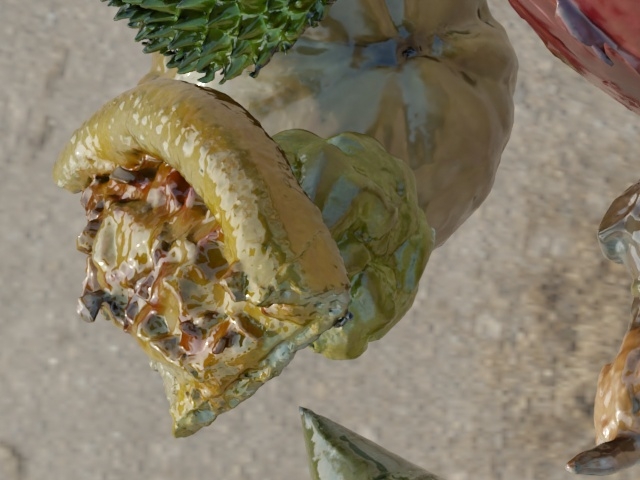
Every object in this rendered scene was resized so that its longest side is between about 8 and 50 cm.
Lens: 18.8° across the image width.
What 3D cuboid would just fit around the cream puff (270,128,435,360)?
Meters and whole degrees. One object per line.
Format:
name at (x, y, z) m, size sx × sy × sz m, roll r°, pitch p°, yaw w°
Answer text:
cream puff at (0.000, 0.001, 1.219) m, size 0.121 × 0.156 × 0.156 m, roll -45°, pitch 62°, yaw 27°

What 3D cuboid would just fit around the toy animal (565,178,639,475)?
toy animal at (0.208, 0.047, 1.194) m, size 0.104 × 0.184 × 0.185 m, roll 4°, pitch 97°, yaw 44°

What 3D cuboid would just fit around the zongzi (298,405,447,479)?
zongzi at (0.060, 0.357, 1.548) m, size 0.393 × 0.174 × 0.356 m, roll 23°, pitch 90°, yaw 40°

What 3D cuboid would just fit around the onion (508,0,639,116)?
onion at (0.150, -0.136, 0.457) m, size 0.276 × 0.276 × 0.276 m, roll -4°, pitch 83°, yaw 34°

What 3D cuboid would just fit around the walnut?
walnut at (-0.002, -0.114, 1.560) m, size 0.344 × 0.306 × 0.306 m, roll 149°, pitch 118°, yaw -72°

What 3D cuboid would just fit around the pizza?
pizza at (-0.083, 0.002, 1.111) m, size 0.365 × 0.074 × 0.182 m, roll 40°, pitch 114°, yaw 59°

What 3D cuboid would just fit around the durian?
durian at (-0.065, -0.154, 0.878) m, size 0.137 × 0.095 × 0.221 m, roll -58°, pitch 32°, yaw 6°
